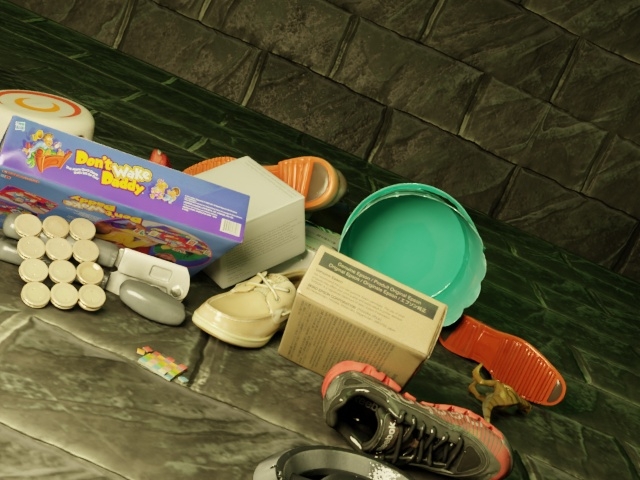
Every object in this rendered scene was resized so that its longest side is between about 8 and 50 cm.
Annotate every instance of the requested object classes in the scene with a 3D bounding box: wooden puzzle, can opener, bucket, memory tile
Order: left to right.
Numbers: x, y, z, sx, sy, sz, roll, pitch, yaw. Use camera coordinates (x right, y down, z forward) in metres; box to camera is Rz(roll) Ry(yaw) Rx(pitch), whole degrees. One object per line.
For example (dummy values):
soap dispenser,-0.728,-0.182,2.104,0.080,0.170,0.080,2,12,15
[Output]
memory tile,-0.351,0.029,1.272,0.113,0.012,0.148,3,54,-29
can opener,-0.315,0.037,1.332,0.280,0.074,0.093,21,16,-14
wooden puzzle,-0.204,0.160,1.215,0.083,0.006,0.049,28,15,12
bucket,0.167,0.027,1.794,0.281,0.281,0.183,24,11,-3

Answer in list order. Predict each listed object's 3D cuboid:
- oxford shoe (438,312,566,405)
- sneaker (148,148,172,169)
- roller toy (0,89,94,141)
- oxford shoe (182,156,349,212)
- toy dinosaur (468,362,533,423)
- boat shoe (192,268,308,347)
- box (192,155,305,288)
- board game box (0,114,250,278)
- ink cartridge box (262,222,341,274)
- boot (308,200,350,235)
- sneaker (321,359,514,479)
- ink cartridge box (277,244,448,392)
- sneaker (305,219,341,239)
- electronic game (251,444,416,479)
oxford shoe,0.349,0.214,1.749,0.271,0.097,0.098,35,12,35
sneaker,-0.250,-0.089,1.705,0.128,0.087,0.221,21,-14,1
roller toy,-0.492,-0.163,1.613,0.191,0.146,0.209,12,20,-6
oxford shoe,-0.118,-0.092,1.865,0.363,0.130,0.133,2,-6,24
toy dinosaur,0.290,0.259,1.552,0.112,0.064,0.211,35,18,32
boat shoe,-0.088,0.092,1.456,0.109,0.098,0.302,31,16,24
box,-0.148,-0.036,1.637,0.182,0.119,0.181,-24,43,-29
board game box,-0.310,-0.049,1.380,0.347,0.078,0.233,18,-24,-23
ink cartridge box,-0.042,0.023,1.809,0.139,0.082,0.191,25,15,4
boot,0.053,-0.046,2.155,0.082,0.106,0.219,33,17,30
sneaker,0.120,0.253,1.229,0.276,0.098,0.135,24,14,7
ink cartridge box,0.052,0.128,1.325,0.193,0.088,0.235,25,-29,3
sneaker,0.000,0.000,2.042,0.161,0.057,0.075,21,-2,-7
electronic game,0.035,0.294,1.042,0.229,0.048,0.229,15,13,-4
